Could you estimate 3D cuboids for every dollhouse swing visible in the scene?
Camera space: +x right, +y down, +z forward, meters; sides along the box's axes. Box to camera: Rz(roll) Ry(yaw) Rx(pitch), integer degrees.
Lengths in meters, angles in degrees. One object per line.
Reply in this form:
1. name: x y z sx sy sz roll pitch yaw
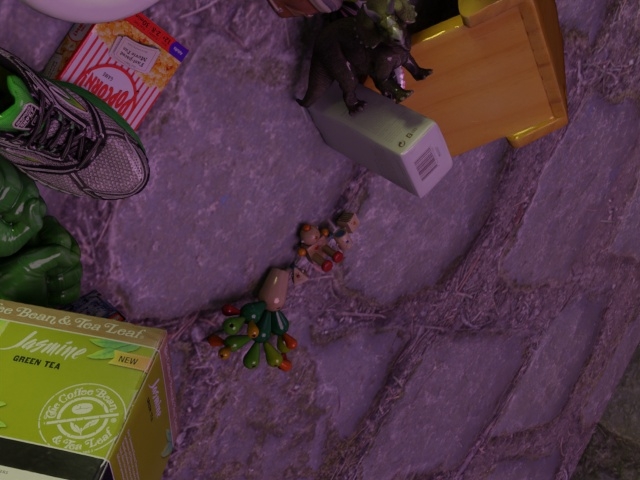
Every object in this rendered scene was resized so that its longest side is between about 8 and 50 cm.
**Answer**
1. dollhouse swing: 0.257 -0.351 1.727 0.347 0.305 0.315 53 35 -49

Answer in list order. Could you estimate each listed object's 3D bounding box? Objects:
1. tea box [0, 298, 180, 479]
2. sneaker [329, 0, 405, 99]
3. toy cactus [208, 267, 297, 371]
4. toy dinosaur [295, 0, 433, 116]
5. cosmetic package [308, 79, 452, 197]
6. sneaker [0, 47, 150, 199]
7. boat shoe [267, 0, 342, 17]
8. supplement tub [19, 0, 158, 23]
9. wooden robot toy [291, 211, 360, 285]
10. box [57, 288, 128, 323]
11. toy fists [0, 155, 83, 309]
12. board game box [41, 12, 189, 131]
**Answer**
1. tea box: -0.384 0.264 1.196 0.323 0.329 0.220 -73 168 -47
2. sneaker: 0.068 -0.297 1.531 0.077 0.072 0.178 -26 91 -9
3. toy cactus: -0.102 0.137 1.699 0.219 0.112 0.180 28 77 -48
4. toy dinosaur: 0.063 -0.279 1.443 0.121 0.313 0.160 -43 111 -28
5. cosmetic package: 0.092 -0.171 1.549 0.085 0.231 0.117 -45 141 -12
6. sneaker: -0.346 -0.137 1.144 0.343 0.146 0.134 30 95 -36
7. boat shoe: -0.088 -0.423 1.271 0.324 0.116 0.123 56 34 -29
8. supplement tub: -0.284 -0.371 0.946 0.241 0.331 0.241 -26 133 -31
9. wooden robot toy: 0.000 0.000 1.712 0.173 0.076 0.079 -41 128 -17
10. box: -0.362 0.134 1.417 0.137 0.094 0.027 -30 134 -27
11. toy fists: -0.406 0.001 1.277 0.142 0.096 0.279 -41 138 -17
12. board game box: -0.284 -0.215 1.284 0.193 0.045 0.147 -56 140 2
